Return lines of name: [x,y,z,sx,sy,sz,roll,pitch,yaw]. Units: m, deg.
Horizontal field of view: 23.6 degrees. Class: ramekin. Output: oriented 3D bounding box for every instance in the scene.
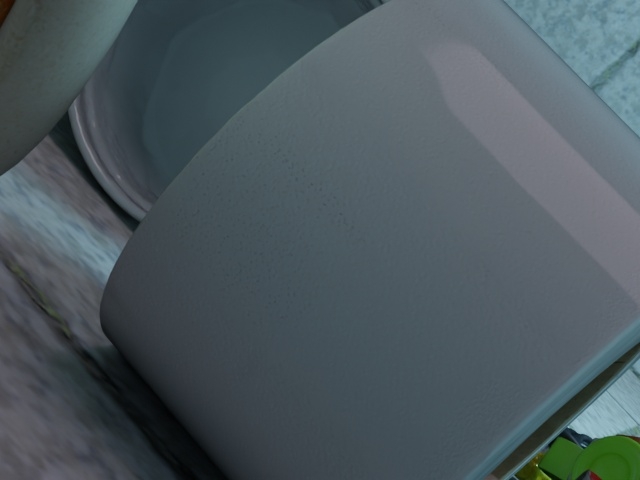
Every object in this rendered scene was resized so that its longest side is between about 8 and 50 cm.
ramekin: [-0.042,-0.090,0.945,0.207,0.207,0.109,48,2,12]

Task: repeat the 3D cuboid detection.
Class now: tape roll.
tape roll: [0.045,0.026,0.699,0.169,0.246,0.246,49,10,14]

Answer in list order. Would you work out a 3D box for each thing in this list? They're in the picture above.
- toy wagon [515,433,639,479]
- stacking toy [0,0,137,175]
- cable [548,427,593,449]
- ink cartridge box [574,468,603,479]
toy wagon: [0.269,0.213,1.067,0.344,0.068,0.267,31,-8,44]
stacking toy: [-0.276,-0.245,0.551,0.480,0.351,0.350,20,20,-24]
cable: [0.259,0.224,1.377,0.184,0.047,0.150,35,9,-36]
ink cartridge box: [0.174,0.272,0.564,0.272,0.130,0.309,44,10,-14]
